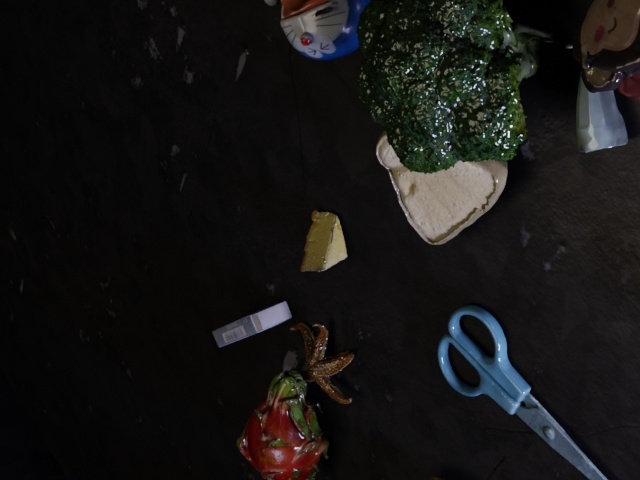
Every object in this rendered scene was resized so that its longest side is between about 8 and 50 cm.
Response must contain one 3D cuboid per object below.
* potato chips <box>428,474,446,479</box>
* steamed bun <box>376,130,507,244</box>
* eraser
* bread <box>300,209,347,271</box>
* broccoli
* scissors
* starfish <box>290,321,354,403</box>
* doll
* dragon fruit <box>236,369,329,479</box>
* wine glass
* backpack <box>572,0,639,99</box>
[{"bbox_3d":[0.256,0.551,2.001,0.208,0.061,0.196,-142,47,-72],"label":"potato chips"},{"bbox_3d":[0.201,-0.126,1.715,0.212,0.110,0.231,47,139,0],"label":"steamed bun"},{"bbox_3d":[-0.157,0.192,2.349,0.212,0.091,0.046,-25,86,54],"label":"eraser"},{"bbox_3d":[0.000,0.000,2.061,0.084,0.080,0.109,3,112,49],"label":"bread"},{"bbox_3d":[0.200,-0.257,1.500,0.303,0.283,0.321,24,124,49],"label":"broccoli"},{"bbox_3d":[0.368,0.301,1.783,0.447,0.029,0.193,46,139,28],"label":"scissors"},{"bbox_3d":[-0.004,0.269,2.225,0.238,0.057,0.213,-46,63,51],"label":"starfish"},{"bbox_3d":[0.002,-0.441,1.775,0.215,0.161,0.257,-15,93,28],"label":"doll"},{"bbox_3d":[-0.061,0.426,2.296,0.200,0.198,0.269,29,116,0],"label":"dragon fruit"},{"bbox_3d":[0.392,-0.207,1.465,0.073,0.073,0.155,5,108,51],"label":"wine glass"},{"bbox_3d":[0.444,-0.269,1.316,0.229,0.138,0.229,0,90,45],"label":"backpack"}]
